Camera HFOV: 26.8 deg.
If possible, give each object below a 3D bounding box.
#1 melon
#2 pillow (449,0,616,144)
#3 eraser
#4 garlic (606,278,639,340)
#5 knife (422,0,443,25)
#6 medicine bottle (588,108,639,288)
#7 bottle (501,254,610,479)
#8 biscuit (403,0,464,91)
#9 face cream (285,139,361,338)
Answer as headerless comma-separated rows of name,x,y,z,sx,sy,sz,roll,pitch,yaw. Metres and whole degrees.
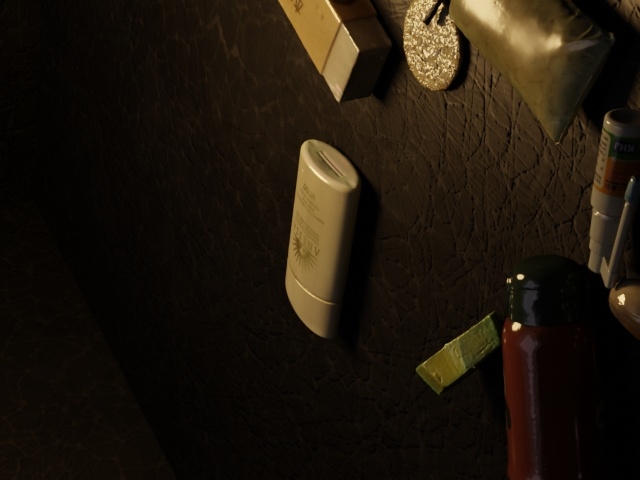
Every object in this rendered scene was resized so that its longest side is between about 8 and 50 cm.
melon,0.228,0.171,2.076,0.064,0.118,0.209,56,162,9
pillow,0.272,-0.292,1.803,0.302,0.075,0.185,57,144,34
eraser,0.003,-0.406,2.279,0.343,0.078,0.144,62,152,26
garlic,0.408,0.089,1.727,0.152,0.066,0.084,45,142,43
knife,0.194,-0.379,1.938,0.021,0.045,0.222,32,138,2
medicine bottle,0.379,-0.050,1.708,0.092,0.061,0.220,-96,8,-59
bottle,0.325,0.187,1.868,0.144,0.144,0.336,17,115,60
biscuit,0.172,-0.302,2.055,0.152,0.020,0.152,31,128,50
face cream,0.000,0.000,2.474,0.173,0.081,0.348,51,144,42
